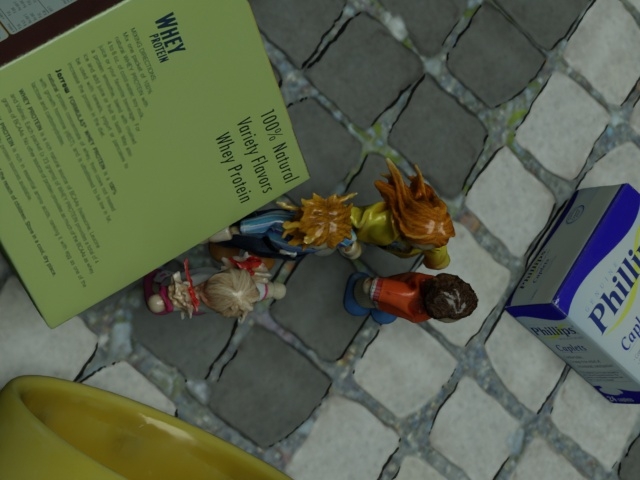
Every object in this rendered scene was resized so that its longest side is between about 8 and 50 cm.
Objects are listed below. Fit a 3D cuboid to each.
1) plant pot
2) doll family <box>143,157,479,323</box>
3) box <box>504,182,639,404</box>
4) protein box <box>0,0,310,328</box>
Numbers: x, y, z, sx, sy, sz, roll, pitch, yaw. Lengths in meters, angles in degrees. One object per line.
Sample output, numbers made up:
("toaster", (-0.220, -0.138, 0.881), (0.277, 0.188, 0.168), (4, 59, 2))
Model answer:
("plant pot", (-0.136, 0.247, 1.055), (0.254, 0.254, 0.239), (23, 93, -23))
("doll family", (0.000, 0.000, 1.163), (0.263, 0.163, 0.118), (1, 87, -25))
("box", (0.244, 0.044, 1.329), (0.137, 0.072, 0.126), (40, 71, -18))
("protein box", (-0.145, -0.093, 1.049), (0.201, 0.136, 0.200), (-31, 135, -11))
